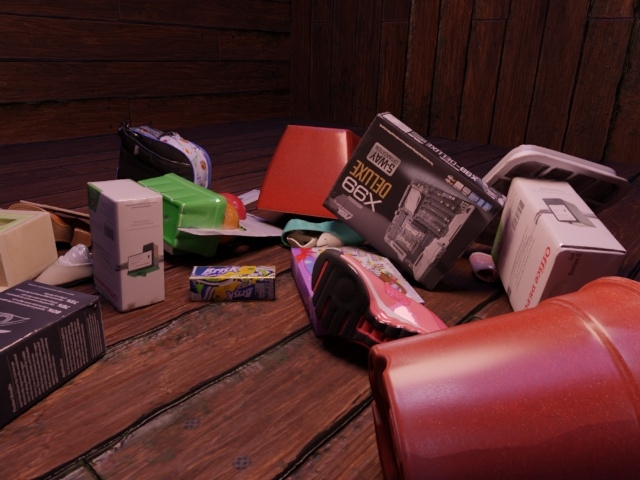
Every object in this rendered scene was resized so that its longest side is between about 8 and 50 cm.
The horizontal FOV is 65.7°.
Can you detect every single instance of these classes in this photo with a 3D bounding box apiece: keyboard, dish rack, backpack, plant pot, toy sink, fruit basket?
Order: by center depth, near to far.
[{"bbox_3d":[0.195,0.190,0.502,0.265,0.273,0.272,-8,21,-3],"label":"plant pot"},{"bbox_3d":[-0.685,0.024,1.016,0.152,0.131,0.234,3,21,5],"label":"toy sink"},{"bbox_3d":[0.470,-0.092,1.127,0.285,0.333,0.072,12,58,-13],"label":"dish rack"},{"bbox_3d":[-0.284,-0.054,1.278,0.327,0.166,0.353,24,9,32],"label":"fruit basket"},{"bbox_3d":[0.002,-0.188,1.395,0.267,0.236,0.267,8,4,17],"label":"plant pot"},{"bbox_3d":[-0.461,-0.199,1.491,0.263,0.277,0.213,23,28,17],"label":"backpack"},{"bbox_3d":[-0.258,-0.134,1.643,0.072,0.014,0.256,6,20,25],"label":"keyboard"}]

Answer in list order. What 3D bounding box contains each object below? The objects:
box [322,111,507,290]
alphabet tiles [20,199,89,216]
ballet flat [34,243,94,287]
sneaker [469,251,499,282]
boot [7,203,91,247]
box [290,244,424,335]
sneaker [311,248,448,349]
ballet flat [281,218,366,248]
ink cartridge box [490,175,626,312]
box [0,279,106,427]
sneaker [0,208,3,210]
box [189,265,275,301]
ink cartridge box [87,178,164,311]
[{"bbox_3d":[0.188,-0.082,1.047,0.307,0.242,0.076,40,31,10],"label":"box"},{"bbox_3d":[-0.613,-0.064,1.256,0.237,0.009,0.198,12,-5,1],"label":"alphabet tiles"},{"bbox_3d":[-0.484,0.037,1.069,0.248,0.086,0.086,-14,26,-36],"label":"ballet flat"},{"bbox_3d":[0.403,0.068,1.110,0.134,0.051,0.070,9,35,2],"label":"sneaker"},{"bbox_3d":[-0.653,-0.039,1.215,0.197,0.073,0.152,29,0,-27],"label":"boot"},{"bbox_3d":[0.059,0.088,1.010,0.200,0.057,0.293,-2,21,-12],"label":"box"},{"bbox_3d":[0.108,0.130,0.812,0.314,0.116,0.136,42,24,31],"label":"sneaker"},{"bbox_3d":[0.000,0.000,1.198,0.247,0.083,0.087,6,48,41],"label":"ballet flat"},{"bbox_3d":[0.430,0.026,0.942,0.114,0.198,0.273,5,32,1],"label":"ink cartridge box"},{"bbox_3d":[-0.448,0.155,0.721,0.153,0.108,0.207,10,23,20],"label":"box"},{"bbox_3d":[-0.793,-0.034,1.212,0.225,0.093,0.088,8,21,6],"label":"sneaker"},{"bbox_3d":[-0.175,0.087,1.000,0.168,0.054,0.059,0,21,-5],"label":"box"},{"bbox_3d":[-0.381,0.005,0.972,0.092,0.220,0.160,-12,25,-40],"label":"ink cartridge box"}]
